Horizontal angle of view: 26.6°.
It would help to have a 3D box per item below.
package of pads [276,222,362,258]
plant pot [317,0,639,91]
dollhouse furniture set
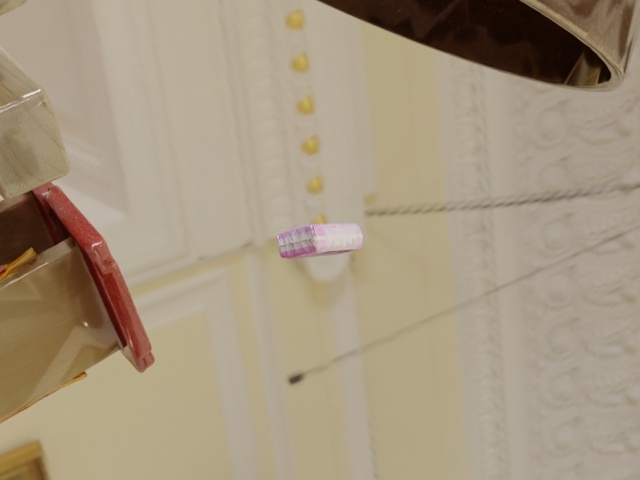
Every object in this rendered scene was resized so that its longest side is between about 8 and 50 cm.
[{"bbox_3d":[0.000,0.000,1.386,0.050,0.083,0.032,-10,-94,37],"label":"package of pads"},{"bbox_3d":[0.058,-0.204,0.506,0.215,0.215,0.230,25,-88,50],"label":"plant pot"},{"bbox_3d":[-0.255,-0.043,0.772,0.152,0.201,0.374,40,-28,47],"label":"dollhouse furniture set"}]
